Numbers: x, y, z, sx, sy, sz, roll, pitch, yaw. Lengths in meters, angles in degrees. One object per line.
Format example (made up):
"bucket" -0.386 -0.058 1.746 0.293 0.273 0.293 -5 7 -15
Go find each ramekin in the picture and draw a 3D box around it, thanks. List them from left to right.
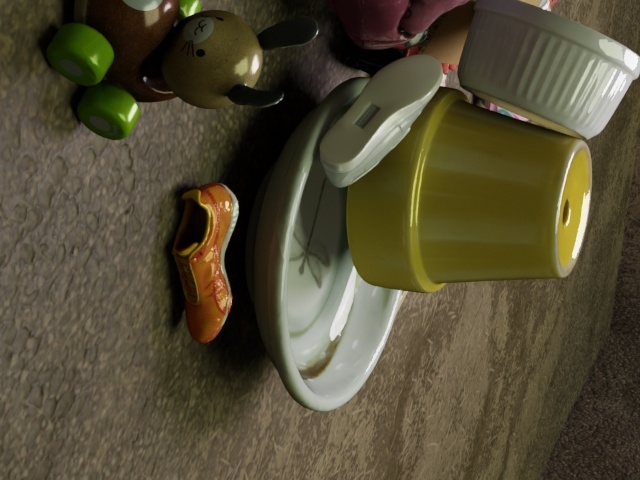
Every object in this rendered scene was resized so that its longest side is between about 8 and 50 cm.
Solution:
"ramekin" 0.259 -0.197 1.563 0.109 0.207 0.207 -67 160 5

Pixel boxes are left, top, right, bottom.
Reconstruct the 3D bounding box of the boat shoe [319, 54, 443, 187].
"boat shoe" 0.070 -0.130 1.482 0.184 0.066 0.063 -52 158 -23

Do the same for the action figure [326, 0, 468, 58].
"action figure" 0.065 -0.301 1.404 0.276 0.248 0.370 -61 152 -32

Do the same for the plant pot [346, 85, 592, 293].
"plant pot" 0.186 -0.051 1.599 0.254 0.239 0.254 10 90 -67

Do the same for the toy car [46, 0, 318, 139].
"toy car" -0.104 -0.167 1.137 0.149 0.188 0.155 72 38 -55

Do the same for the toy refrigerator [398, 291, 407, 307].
"toy refrigerator" 0.074 0.049 1.866 0.102 0.094 0.269 80 31 -47

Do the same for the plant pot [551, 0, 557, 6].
"plant pot" 0.300 -0.462 1.912 0.265 0.272 0.272 -53 151 -29

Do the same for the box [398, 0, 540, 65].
"box" 0.204 -0.297 1.623 0.164 0.021 0.201 1 131 -41

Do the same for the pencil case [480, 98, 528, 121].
"pencil case" 0.319 -0.336 2.214 0.284 0.124 0.124 83 29 -44

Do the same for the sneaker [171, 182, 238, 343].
"sneaker" -0.130 0.025 1.402 0.067 0.064 0.175 -14 113 -44

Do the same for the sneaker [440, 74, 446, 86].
"sneaker" 0.169 -0.224 1.988 0.134 0.051 0.070 25 85 -65

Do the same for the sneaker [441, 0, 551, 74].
"sneaker" 0.205 -0.293 1.821 0.088 0.225 0.093 -85 152 -60

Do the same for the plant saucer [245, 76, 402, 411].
"plant saucer" 0.000 0.000 1.612 0.400 0.100 0.400 9 90 -67

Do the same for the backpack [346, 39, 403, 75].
"backpack" 0.098 -0.248 1.718 0.114 0.105 0.084 4 101 -72
